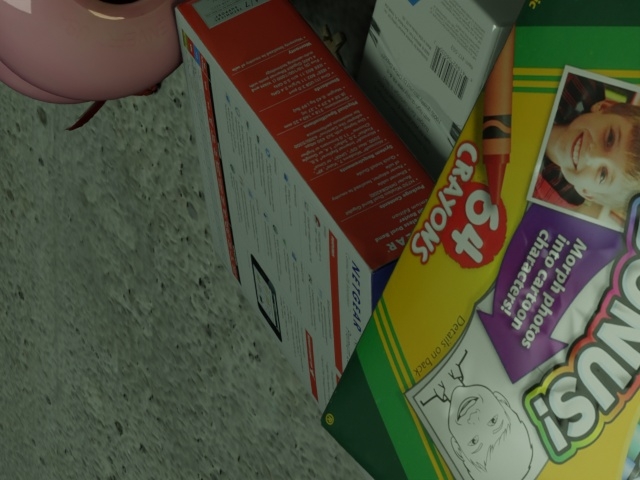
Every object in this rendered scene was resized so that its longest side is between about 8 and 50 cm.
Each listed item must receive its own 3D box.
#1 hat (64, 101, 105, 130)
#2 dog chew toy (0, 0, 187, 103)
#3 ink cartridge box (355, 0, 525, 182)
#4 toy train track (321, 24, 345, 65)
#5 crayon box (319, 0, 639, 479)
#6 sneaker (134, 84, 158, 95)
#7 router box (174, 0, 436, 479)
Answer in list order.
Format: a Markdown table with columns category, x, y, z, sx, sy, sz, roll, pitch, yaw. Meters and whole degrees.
| category | x | y | z | sx | sy | sz | roll | pitch | yaw |
| --- | --- | --- | --- | --- | --- | --- | --- | --- | --- |
| hat | -0.148 | -0.229 | 1.441 | 0.173 | 0.183 | 0.208 | -9 | 93 | 63 |
| dog chew toy | -0.220 | -0.211 | 1.341 | 0.332 | 0.206 | 0.206 | -12 | 90 | 67 |
| ink cartridge box | 0.099 | -0.125 | 1.152 | 0.139 | 0.082 | 0.191 | 54 | 145 | 36 |
| toy train track | -0.001 | -0.161 | 1.384 | 0.083 | 0.014 | 0.048 | -49 | 59 | 56 |
| crayon box | 0.193 | 0.056 | 0.896 | 0.313 | 0.106 | 0.363 | 42 | 119 | 36 |
| sneaker | -0.213 | -0.246 | 1.644 | 0.088 | 0.092 | 0.225 | 48 | 139 | 42 |
| router box | 0.000 | 0.000 | 1.263 | 0.301 | 0.082 | 0.335 | 54 | 162 | 31 |
